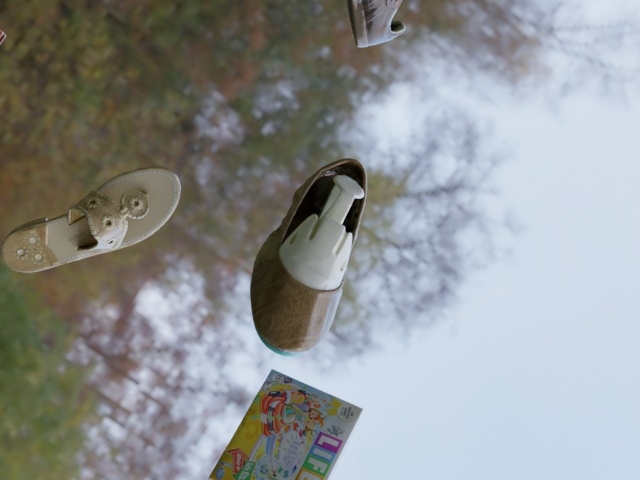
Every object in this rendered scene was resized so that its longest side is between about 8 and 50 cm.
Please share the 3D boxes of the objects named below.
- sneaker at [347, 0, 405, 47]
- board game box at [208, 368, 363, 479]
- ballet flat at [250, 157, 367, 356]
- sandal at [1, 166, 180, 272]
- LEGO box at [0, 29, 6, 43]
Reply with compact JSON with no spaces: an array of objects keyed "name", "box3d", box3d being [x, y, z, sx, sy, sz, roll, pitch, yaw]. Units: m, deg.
[{"name":"sneaker","box3d":[0.069,-0.327,2.086,0.071,0.188,0.066,-12,-126,-4]},{"name":"board game box","box3d":[-0.033,0.205,1.608,0.026,0.103,0.154,105,11,-46]},{"name":"ballet flat","box3d":[0.000,0.000,1.988,0.124,0.116,0.342,-56,-175,33]},{"name":"sandal","box3d":[-0.283,-0.011,2.016,0.240,0.088,0.079,-22,-163,7]},{"name":"LEGO box","box3d":[-0.750,-0.200,2.322,0.500,0.372,0.193,-59,-163,-23]}]
